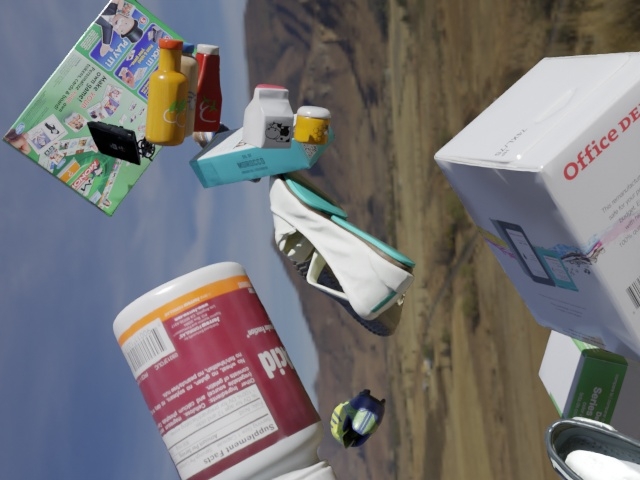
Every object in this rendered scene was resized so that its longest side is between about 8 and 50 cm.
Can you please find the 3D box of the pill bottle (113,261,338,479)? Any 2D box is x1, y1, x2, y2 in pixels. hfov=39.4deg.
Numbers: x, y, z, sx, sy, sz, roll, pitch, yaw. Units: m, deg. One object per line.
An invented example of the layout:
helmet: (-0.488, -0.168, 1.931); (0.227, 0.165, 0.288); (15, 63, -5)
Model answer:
pill bottle: (-0.133, 0.251, 1.343); (0.392, 0.224, 0.224); (62, 178, 11)

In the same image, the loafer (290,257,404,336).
loafer: (0.048, 0.063, 1.640); (0.092, 0.268, 0.102); (-50, 11, -27)

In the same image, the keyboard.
keyboard: (-0.295, -0.154, 1.358); (0.192, 0.100, 0.038); (149, 139, -79)

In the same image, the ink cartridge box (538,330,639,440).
ink cartridge box: (0.499, 0.221, 1.362); (0.201, 0.278, 0.117); (-77, 0, -77)

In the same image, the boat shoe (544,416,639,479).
boat shoe: (0.400, 0.307, 1.059); (0.114, 0.302, 0.091); (-61, -37, -13)

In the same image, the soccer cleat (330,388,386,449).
soccer cleat: (0.068, 0.435, 2.072); (0.121, 0.093, 0.289); (-59, -1, -29)

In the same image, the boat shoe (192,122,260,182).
boat shoe: (-0.183, -0.175, 1.776); (0.183, 0.066, 0.066); (46, -131, -45)

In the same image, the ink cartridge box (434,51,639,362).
ink cartridge box: (0.306, -0.043, 0.995); (0.270, 0.198, 0.197); (55, 165, -22)

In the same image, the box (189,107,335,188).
box: (-0.103, -0.156, 1.536); (0.100, 0.244, 0.060); (-54, -55, -42)

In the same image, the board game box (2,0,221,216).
board game box: (-0.345, -0.228, 1.495); (0.317, 0.213, 0.046); (-55, 18, -10)

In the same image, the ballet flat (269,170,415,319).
ballet flat: (0.000, 0.000, 1.459); (0.400, 0.139, 0.139); (42, 144, 49)

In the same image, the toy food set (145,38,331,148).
toy food set: (-0.093, -0.163, 0.974); (0.111, 0.232, 0.104); (26, 114, 50)
